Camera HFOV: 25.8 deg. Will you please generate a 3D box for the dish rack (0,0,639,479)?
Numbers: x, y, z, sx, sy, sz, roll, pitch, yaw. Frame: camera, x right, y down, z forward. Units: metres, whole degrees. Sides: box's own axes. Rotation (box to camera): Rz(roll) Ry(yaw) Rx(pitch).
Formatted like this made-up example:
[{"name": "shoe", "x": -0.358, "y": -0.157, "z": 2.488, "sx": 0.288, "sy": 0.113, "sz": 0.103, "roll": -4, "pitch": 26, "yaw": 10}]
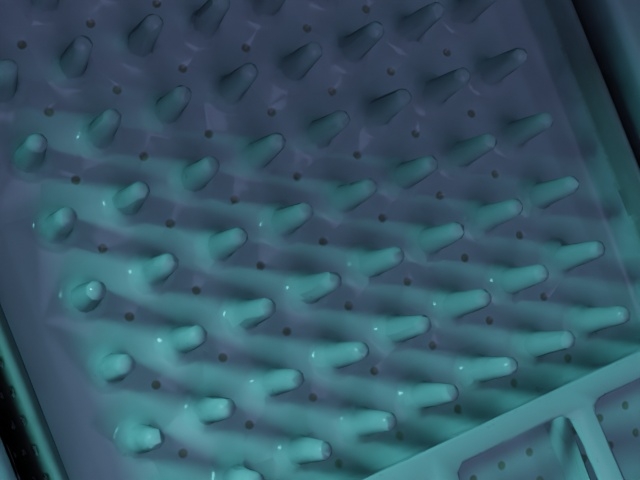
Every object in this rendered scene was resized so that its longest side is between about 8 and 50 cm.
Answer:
[{"name": "dish rack", "x": 0.000, "y": 0.000, "z": 0.476, "sx": 0.286, "sy": 0.072, "sz": 0.332, "roll": -21, "pitch": 90, "yaw": -21}]
